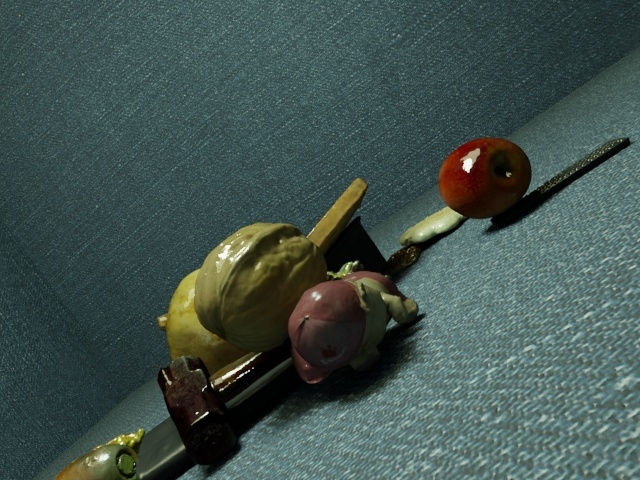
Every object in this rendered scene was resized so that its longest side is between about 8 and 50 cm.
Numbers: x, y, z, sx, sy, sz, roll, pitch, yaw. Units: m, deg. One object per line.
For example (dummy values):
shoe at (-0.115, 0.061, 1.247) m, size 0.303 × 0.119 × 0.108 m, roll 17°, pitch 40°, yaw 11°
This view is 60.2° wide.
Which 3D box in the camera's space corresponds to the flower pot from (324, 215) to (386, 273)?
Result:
flower pot at (0.084, 0.064, 1.526) m, size 0.235 × 0.148 × 0.235 m, roll -51°, pitch 3°, yaw 3°

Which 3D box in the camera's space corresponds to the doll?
doll at (0.045, 0.137, 0.908) m, size 0.256 × 0.152 × 0.196 m, roll -7°, pitch -57°, yaw -62°

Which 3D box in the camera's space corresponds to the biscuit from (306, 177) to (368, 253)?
biscuit at (0.002, 0.001, 1.467) m, size 0.385 × 0.062 × 0.365 m, roll -51°, pitch -1°, yaw -41°

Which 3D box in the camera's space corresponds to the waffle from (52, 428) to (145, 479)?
waffle at (-0.550, 0.559, 1.296) m, size 0.301 × 0.058 × 0.281 m, roll -42°, pitch -17°, yaw 6°

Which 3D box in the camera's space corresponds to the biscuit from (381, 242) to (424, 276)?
biscuit at (0.230, 0.049, 1.557) m, size 0.131 × 0.025 × 0.231 m, roll -35°, pitch 2°, yaw 21°

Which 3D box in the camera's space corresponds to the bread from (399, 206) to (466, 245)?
bread at (0.347, -0.057, 1.574) m, size 0.251 × 0.038 × 0.182 m, roll -30°, pitch 4°, yaw -24°

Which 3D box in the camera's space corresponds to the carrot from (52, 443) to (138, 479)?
carrot at (-0.493, 0.521, 1.098) m, size 0.302 × 0.138 × 0.139 m, roll -35°, pitch 2°, yaw 1°

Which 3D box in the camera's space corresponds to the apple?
apple at (0.352, -0.134, 1.194) m, size 0.181 × 0.181 × 0.168 m, roll -36°, pitch 1°, yaw -10°

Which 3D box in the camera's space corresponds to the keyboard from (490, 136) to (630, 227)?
keyboard at (0.503, -0.123, 1.178) m, size 0.310 × 0.018 × 0.101 m, roll -35°, pitch 2°, yaw 12°

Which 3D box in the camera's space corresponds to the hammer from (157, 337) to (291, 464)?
hammer at (-0.109, 0.220, 1.055) m, size 0.409 × 0.095 × 0.242 m, roll -34°, pitch 28°, yaw -10°

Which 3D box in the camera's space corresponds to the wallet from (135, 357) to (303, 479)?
wallet at (-0.191, 0.334, 1.147) m, size 0.406 × 0.062 × 0.228 m, roll -36°, pitch 10°, yaw -7°

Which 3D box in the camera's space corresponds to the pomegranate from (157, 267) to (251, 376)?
pomegranate at (-0.284, 0.234, 1.500) m, size 0.343 × 0.342 × 0.342 m, roll -35°, pitch 2°, yaw 2°

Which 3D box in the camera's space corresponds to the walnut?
walnut at (-0.105, 0.077, 1.008) m, size 0.261 × 0.225 × 0.225 m, roll -46°, pitch 8°, yaw -38°

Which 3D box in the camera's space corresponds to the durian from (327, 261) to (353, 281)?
durian at (0.016, 0.128, 1.251) m, size 0.172 × 0.166 × 0.306 m, roll -34°, pitch -5°, yaw -23°
